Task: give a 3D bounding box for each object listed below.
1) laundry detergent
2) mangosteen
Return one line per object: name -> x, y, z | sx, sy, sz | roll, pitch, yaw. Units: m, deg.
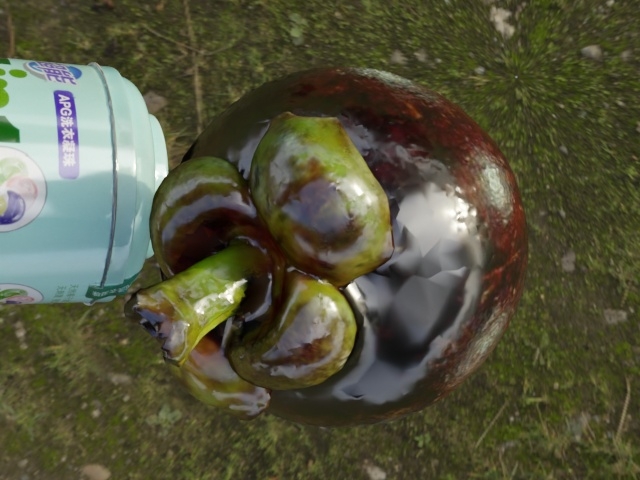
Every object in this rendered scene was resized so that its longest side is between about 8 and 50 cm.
laundry detergent -> -0.345, -0.066, 0.982 | 0.305, 0.287, 0.287 | 0, 103, -27
mangosteen -> 0.007, 0.002, 0.711 | 0.330, 0.330, 0.330 | 2, 101, 12
